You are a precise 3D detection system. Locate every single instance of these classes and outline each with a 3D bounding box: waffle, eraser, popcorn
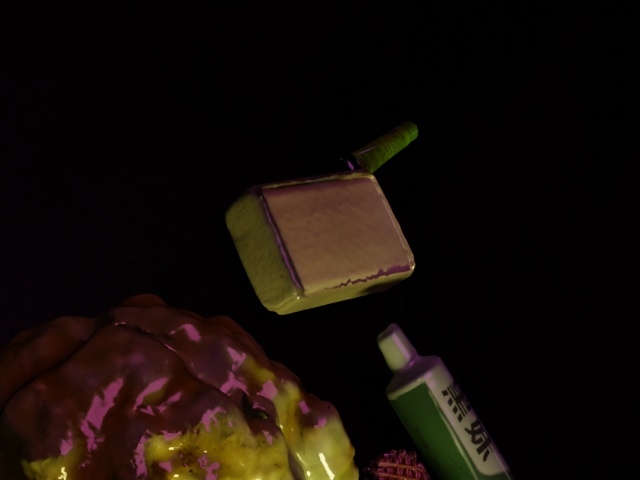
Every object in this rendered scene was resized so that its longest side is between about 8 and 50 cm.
[{"bbox_3d":[0.073,0.231,1.537,0.075,0.029,0.083,-37,97,-46],"label":"waffle"},{"bbox_3d":[0.000,0.000,1.588,0.172,0.058,0.117,-11,74,-47],"label":"eraser"},{"bbox_3d":[-0.131,0.181,1.182,0.335,0.279,0.274,39,0,-43],"label":"popcorn"}]

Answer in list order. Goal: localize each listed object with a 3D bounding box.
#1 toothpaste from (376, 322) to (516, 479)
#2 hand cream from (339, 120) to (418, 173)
[{"bbox_3d":[0.160,0.248,1.583,0.392,0.061,0.099,58,41,-6],"label":"toothpaste"},{"bbox_3d":[0.061,-0.092,1.731,0.122,0.023,0.036,-37,105,-48],"label":"hand cream"}]
